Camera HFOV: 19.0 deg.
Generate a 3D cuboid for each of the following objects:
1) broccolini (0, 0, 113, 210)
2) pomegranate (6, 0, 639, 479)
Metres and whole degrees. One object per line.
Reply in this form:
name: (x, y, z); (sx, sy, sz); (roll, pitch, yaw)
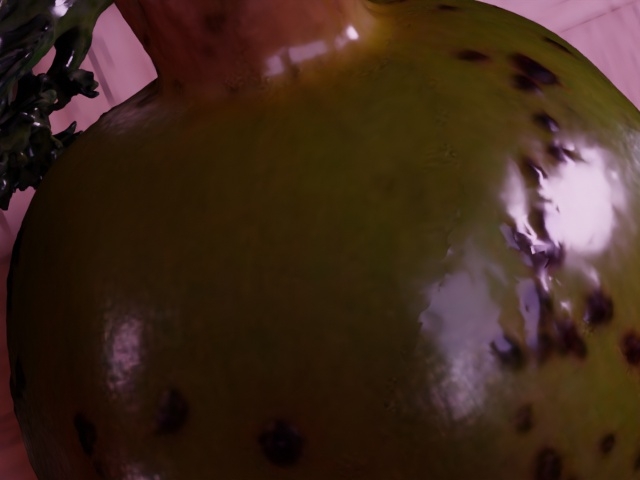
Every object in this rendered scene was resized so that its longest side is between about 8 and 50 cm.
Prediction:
broccolini: (-0.023, -0.081, 0.477); (0.254, 0.057, 0.071); (-33, 140, -25)
pomegranate: (0.000, 0.000, 0.415); (0.159, 0.159, 0.205); (-30, 112, -28)
